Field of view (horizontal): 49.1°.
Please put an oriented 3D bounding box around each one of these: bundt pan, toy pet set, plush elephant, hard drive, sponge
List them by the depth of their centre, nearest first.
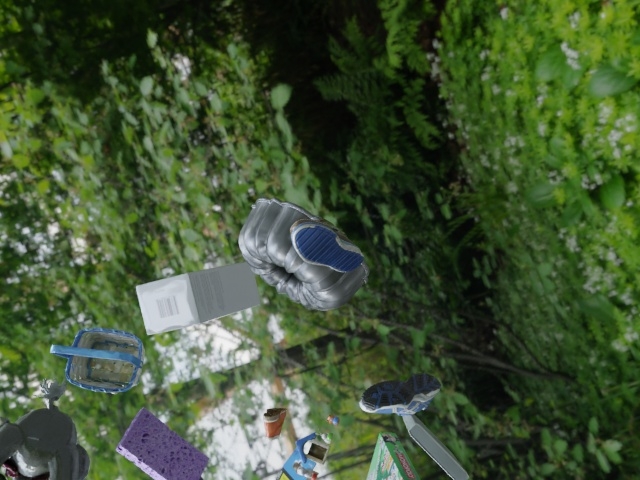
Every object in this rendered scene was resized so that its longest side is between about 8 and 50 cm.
[{"bbox_3d":[-0.015,0.384,1.322,0.114,0.065,0.122,81,-149,-72],"label":"toy pet set"},{"bbox_3d":[-0.363,0.498,1.630,0.210,0.031,0.117,41,-144,-12],"label":"sponge"},{"bbox_3d":[-0.055,0.051,1.641,0.331,0.124,0.331,30,159,12],"label":"bundt pan"},{"bbox_3d":[-0.695,0.525,1.677,0.330,0.272,0.255,-90,24,-48],"label":"plush elephant"},{"bbox_3d":[0.331,0.600,2.055,0.203,0.040,0.307,45,178,8],"label":"hard drive"}]

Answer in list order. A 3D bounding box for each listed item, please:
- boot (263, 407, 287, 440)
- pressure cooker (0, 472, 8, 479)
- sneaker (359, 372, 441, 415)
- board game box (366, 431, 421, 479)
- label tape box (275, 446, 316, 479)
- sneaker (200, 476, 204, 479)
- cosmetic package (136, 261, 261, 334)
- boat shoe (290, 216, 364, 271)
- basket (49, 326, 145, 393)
[{"bbox_3d":[-0.140,0.561,2.150,0.158,0.059,0.084,-6,-88,-78],"label":"boot"},{"bbox_3d":[-1.046,0.672,1.802,0.420,0.375,0.370,18,114,36],"label":"pressure cooker"},{"bbox_3d":[0.177,0.357,1.549,0.080,0.211,0.081,46,129,47],"label":"sneaker"},{"bbox_3d":[0.150,0.643,1.632,0.213,0.046,0.317,-122,42,-67],"label":"board game box"},{"bbox_3d":[-0.086,0.759,1.900,0.115,0.347,0.249,33,168,-10],"label":"label tape box"},{"bbox_3d":[-0.431,0.671,1.799,0.101,0.267,0.106,59,178,31],"label":"sneaker"},{"bbox_3d":[-0.357,0.168,2.116,0.365,0.197,0.155,-12,-92,-68],"label":"cosmetic package"},{"bbox_3d":[0.000,0.000,1.138,0.183,0.066,0.066,34,-162,-55],"label":"boat shoe"},{"bbox_3d":[-0.686,0.380,2.231,0.289,0.255,0.201,79,-161,-68],"label":"basket"}]
